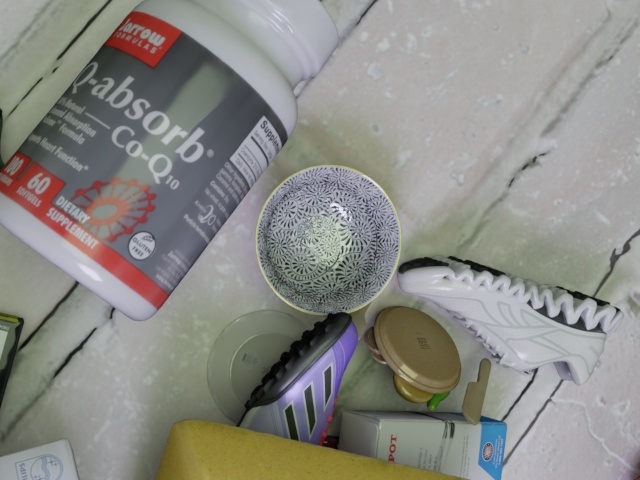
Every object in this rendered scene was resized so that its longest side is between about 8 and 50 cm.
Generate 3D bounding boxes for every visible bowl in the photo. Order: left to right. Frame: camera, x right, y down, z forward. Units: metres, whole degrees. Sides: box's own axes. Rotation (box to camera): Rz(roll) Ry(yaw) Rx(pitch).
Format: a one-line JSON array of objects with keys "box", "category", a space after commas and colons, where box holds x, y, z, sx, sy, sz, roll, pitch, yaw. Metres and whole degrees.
[{"box": [0.000, 0.000, 1.130, 0.170, 0.080, 0.170, 0, 90, -16], "category": "bowl"}]

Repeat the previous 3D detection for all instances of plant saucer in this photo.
[{"box": [-0.033, 0.364, 1.029, 0.333, 0.081, 0.333, 15, 119, -11], "category": "plant saucer"}]

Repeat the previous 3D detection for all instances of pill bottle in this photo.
[{"box": [-0.155, -0.117, 1.019, 0.210, 0.210, 0.363, 38, 80, -13], "category": "pill bottle"}]

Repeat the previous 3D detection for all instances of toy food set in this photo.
[{"box": [0.109, 0.134, 1.159, 0.192, 0.038, 0.132, 37, 36, -3], "category": "toy food set"}]

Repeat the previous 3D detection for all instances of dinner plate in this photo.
[{"box": [-0.061, 0.152, 1.147, 0.141, 0.017, 0.141, 0, 89, -15], "category": "dinner plate"}]

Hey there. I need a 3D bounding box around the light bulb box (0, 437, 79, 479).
[{"box": [-0.359, 0.376, 0.863, 0.361, 0.358, 0.225, -14, 62, -15], "category": "light bulb box"}]

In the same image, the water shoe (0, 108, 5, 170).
[{"box": [-0.381, -0.133, 1.039, 0.080, 0.073, 0.203, -21, 95, -43], "category": "water shoe"}]

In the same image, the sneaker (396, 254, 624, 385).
[{"box": [0.223, 0.096, 1.187, 0.292, 0.110, 0.118, 17, 95, -15], "category": "sneaker"}]

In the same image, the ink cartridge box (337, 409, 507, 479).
[{"box": [0.114, 0.270, 1.139, 0.190, 0.082, 0.140, 8, 88, -31], "category": "ink cartridge box"}]

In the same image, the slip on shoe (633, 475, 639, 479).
[{"box": [0.514, 0.227, 1.273, 0.331, 0.123, 0.101, -39, 68, -7], "category": "slip on shoe"}]

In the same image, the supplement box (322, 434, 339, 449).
[{"box": [-0.005, 0.255, 1.149, 0.083, 0.043, 0.055, 8, 87, -16], "category": "supplement box"}]

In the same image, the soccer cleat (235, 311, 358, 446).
[{"box": [-0.042, 0.221, 1.079, 0.116, 0.108, 0.318, 37, 95, -1], "category": "soccer cleat"}]

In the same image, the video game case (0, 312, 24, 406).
[{"box": [-0.467, 0.184, 1.022, 0.248, 0.035, 0.275, 16, 87, -16], "category": "video game case"}]
